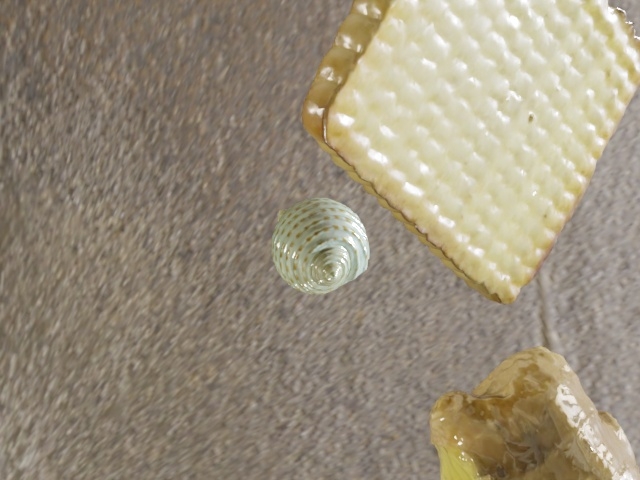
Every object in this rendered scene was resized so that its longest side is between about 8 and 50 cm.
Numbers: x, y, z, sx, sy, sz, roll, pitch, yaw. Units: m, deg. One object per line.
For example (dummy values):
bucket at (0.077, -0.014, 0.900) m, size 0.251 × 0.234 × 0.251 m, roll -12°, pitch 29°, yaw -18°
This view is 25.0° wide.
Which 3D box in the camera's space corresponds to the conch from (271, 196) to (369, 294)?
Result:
conch at (0.002, -0.003, 1.860) m, size 0.135 × 0.102 × 0.153 m, roll -1°, pitch 54°, yaw -20°

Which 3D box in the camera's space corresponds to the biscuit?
biscuit at (0.088, -0.078, 0.737) m, size 0.029 × 0.254 × 0.172 m, roll 25°, pitch 82°, yaw 35°

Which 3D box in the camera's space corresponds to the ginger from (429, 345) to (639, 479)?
ginger at (0.186, 0.171, 0.816) m, size 0.294 × 0.086 × 0.131 m, roll 32°, pitch 60°, yaw -3°
